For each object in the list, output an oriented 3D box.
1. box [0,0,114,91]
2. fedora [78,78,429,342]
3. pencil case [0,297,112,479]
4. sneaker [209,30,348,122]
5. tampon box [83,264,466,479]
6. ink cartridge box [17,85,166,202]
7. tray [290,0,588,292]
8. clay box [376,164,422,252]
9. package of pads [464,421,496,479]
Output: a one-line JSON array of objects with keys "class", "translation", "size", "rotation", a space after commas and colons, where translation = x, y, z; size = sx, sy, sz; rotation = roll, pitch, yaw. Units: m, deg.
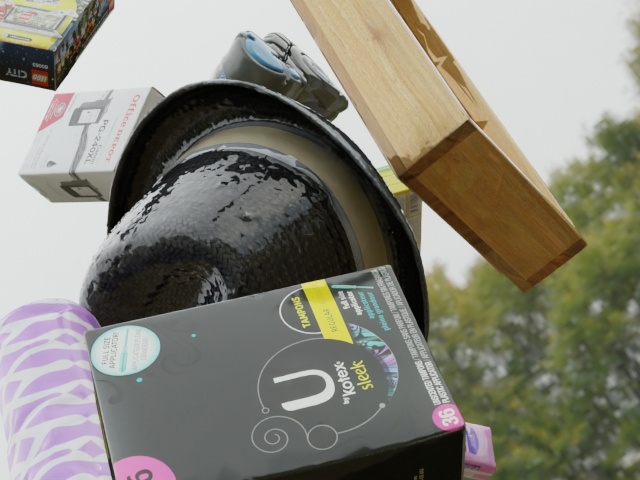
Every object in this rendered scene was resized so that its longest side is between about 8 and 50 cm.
[{"class": "box", "translation": [-0.322, -0.213, 1.324], "size": [0.159, 0.233, 0.044], "rotation": [-69, -12, -52]}, {"class": "fedora", "translation": [-0.083, 0.051, 1.078], "size": [0.152, 0.334, 0.334], "rotation": [-33, -17, -46]}, {"class": "pencil case", "translation": [-0.164, 0.125, 0.918], "size": [0.088, 0.206, 0.086], "rotation": [-26, -52, 1]}, {"class": "sneaker", "translation": [-0.070, -0.171, 1.767], "size": [0.139, 0.125, 0.341], "rotation": [-48, -12, 13]}, {"class": "tampon box", "translation": [-0.024, 0.100, 0.718], "size": [0.161, 0.120, 0.101], "rotation": [-13, -47, -11]}, {"class": "ink cartridge box", "translation": [-0.230, -0.100, 1.532], "size": [0.150, 0.109, 0.063], "rotation": [0, -31, 38]}, {"class": "tray", "translation": [0.063, -0.154, 1.239], "size": [0.076, 0.411, 0.203], "rotation": [-40, -44, 12]}, {"class": "clay box", "translation": [0.000, 0.000, 1.584], "size": [0.222, 0.053, 0.127], "rotation": [-15, -44, -13]}, {"class": "package of pads", "translation": [0.127, 0.198, 1.402], "size": [0.083, 0.050, 0.032], "rotation": [15, -47, -21]}]
